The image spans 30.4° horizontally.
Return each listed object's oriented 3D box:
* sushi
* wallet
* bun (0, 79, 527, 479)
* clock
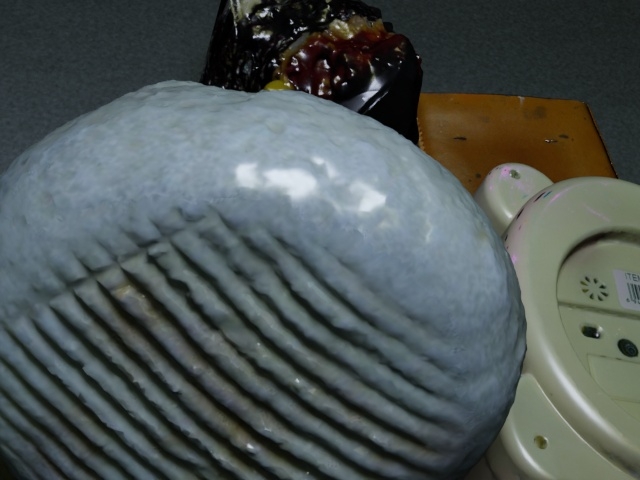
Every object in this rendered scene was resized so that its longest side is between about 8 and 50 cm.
[{"bbox_3d":[0.011,-0.133,1.021,0.172,0.153,0.150,-1,30,-37],"label":"sushi"},{"bbox_3d":[0.177,-0.061,1.073,0.196,0.042,0.160,-2,58,-16],"label":"wallet"},{"bbox_3d":[-0.047,0.051,0.751,0.362,0.361,0.211,18,35,2],"label":"bun"},{"bbox_3d":[0.235,0.087,0.907,0.284,0.114,0.309,10,49,-15],"label":"clock"}]
